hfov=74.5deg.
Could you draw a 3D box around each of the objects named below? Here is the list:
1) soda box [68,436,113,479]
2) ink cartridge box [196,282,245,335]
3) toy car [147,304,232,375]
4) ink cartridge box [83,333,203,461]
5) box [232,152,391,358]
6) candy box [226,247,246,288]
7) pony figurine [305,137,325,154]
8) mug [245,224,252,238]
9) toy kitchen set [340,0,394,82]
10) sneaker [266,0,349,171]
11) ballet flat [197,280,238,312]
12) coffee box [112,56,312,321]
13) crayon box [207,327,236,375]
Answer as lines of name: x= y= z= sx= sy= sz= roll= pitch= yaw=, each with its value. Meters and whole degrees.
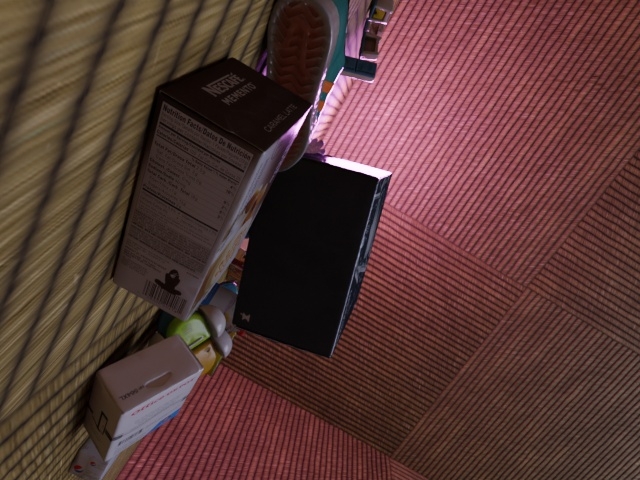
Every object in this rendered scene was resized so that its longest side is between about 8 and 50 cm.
soda box: x=-0.465 y=0.435 z=0.960 sx=0.074 sy=0.069 sz=0.216 roll=-58 pitch=-175 yaw=17
ink cartridge box: x=-0.275 y=0.221 z=1.309 sx=0.078 sy=0.231 sz=0.134 roll=-62 pitch=-175 yaw=-29
toy car: x=-0.289 y=0.208 z=0.903 sx=0.159 sy=0.136 sz=0.182 roll=-32 pitch=139 yaw=-29
ink cartridge box: x=-0.310 y=0.271 z=0.732 sx=0.148 sy=0.086 sz=0.203 roll=-22 pitch=153 yaw=-48
box: x=0.000 y=0.000 z=1.247 sx=0.472 sy=0.297 sz=0.480 roll=-35 pitch=140 yaw=-72
candy box: x=-0.310 y=0.153 z=1.857 sx=0.087 sy=0.183 sz=0.316 roll=-61 pitch=-176 yaw=-25
pony figurine: x=-0.032 y=-0.215 z=1.713 sx=0.351 sy=0.303 sz=0.363 roll=-41 pitch=-164 yaw=-10
mug: x=-0.192 y=-0.062 z=1.429 sx=0.097 sy=0.157 sz=0.129 roll=-68 pitch=164 yaw=-46
toy kitchen set: x=0.150 y=-0.668 z=1.392 sx=0.166 sy=0.122 sz=0.207 roll=148 pitch=-48 yaw=-82
sneaker: x=-0.026 y=-0.221 z=0.599 sx=0.121 sy=0.108 sz=0.302 roll=-57 pitch=-179 yaw=-35
ballet flat: x=-0.390 y=0.247 z=1.433 sx=0.280 sy=0.095 sz=0.096 roll=-50 pitch=-167 yaw=-9
coffee box: x=-0.120 y=-0.048 z=0.453 sx=0.246 sy=0.098 sz=0.141 roll=-56 pitch=-175 yaw=36
crayon box: x=-0.401 y=0.335 z=1.562 sx=0.278 sy=0.165 sz=0.081 roll=-60 pitch=-176 yaw=-5
